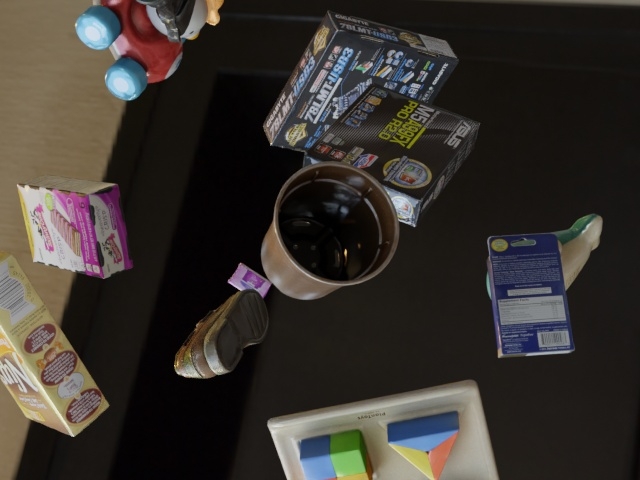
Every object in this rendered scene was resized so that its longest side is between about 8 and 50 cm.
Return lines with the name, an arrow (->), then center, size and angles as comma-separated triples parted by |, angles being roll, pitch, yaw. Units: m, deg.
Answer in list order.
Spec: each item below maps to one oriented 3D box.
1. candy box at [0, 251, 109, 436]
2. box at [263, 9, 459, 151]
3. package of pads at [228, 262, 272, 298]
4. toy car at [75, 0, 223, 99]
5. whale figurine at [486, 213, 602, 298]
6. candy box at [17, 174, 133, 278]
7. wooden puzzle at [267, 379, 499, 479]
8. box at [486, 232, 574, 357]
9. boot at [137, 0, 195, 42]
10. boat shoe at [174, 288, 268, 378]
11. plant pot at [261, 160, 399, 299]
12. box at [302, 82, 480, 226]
candy box -> -0.496, 0.165, 1.801 | 0.087, 0.183, 0.316 | -40, -63, -30
box -> 0.078, -0.289, 2.154 | 0.295, 0.293, 0.073 | -58, 38, 35
package of pads -> -0.149, 0.089, 2.305 | 0.050, 0.083, 0.032 | -57, -2, -2
toy car -> -0.269, -0.394, 1.957 | 0.210, 0.238, 0.219 | 65, -146, -30
whale figurine -> 0.447, 0.038, 2.200 | 0.272, 0.141, 0.216 | -42, -26, -10
candy box -> -0.449, -0.029, 1.985 | 0.071, 0.233, 0.159 | -23, -68, -41
wooden puzzle -> 0.113, 0.382, 1.688 | 0.080, 0.322, 0.348 | -91, -13, -56
box -> 0.384, 0.100, 2.014 | 0.036, 0.136, 0.225 | 98, 169, -74
boot -> -0.240, -0.464, 1.749 | 0.229, 0.091, 0.263 | -3, -75, -83
boat shoe -> -0.191, 0.174, 2.097 | 0.110, 0.104, 0.307 | 70, -160, -7
plant pot -> 0.000, 0.000, 1.462 | 0.165, 0.167, 0.167 | 133, 152, -67
box -> 0.124, -0.154, 1.870 | 0.270, 0.216, 0.060 | -49, -25, -44
